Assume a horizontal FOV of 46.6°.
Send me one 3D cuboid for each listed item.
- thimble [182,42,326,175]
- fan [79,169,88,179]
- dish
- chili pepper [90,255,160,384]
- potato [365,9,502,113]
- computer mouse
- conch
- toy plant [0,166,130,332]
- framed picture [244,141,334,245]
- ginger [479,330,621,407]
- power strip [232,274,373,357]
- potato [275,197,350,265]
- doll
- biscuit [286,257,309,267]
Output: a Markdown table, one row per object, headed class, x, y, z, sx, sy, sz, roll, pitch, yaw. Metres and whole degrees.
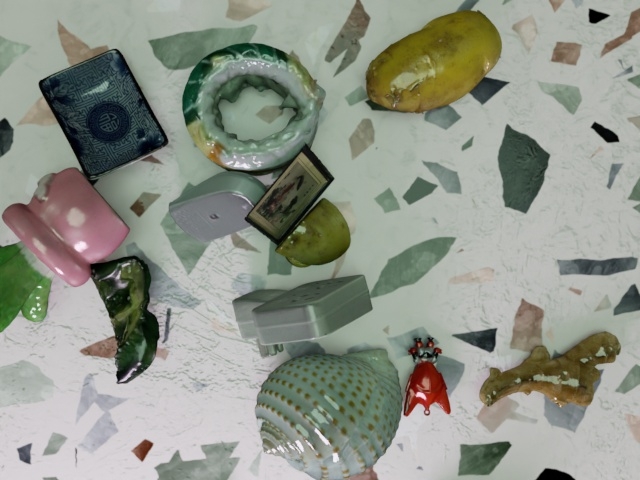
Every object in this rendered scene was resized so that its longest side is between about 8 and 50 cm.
| class | x | y | z | sx | sy | sz | roll | pitch | yaw |
| --- | --- | --- | --- | --- | --- | --- | --- | --- | --- |
| thimble | -0.132 | -0.265 | 1.518 | 0.288 | 0.167 | 0.254 | -8 | 89 | -4 |
| fan | -0.484 | -0.148 | 1.586 | 0.282 | 0.023 | 0.057 | -38 | 93 | 0 |
| dish | -0.443 | -0.250 | 1.536 | 0.181 | 0.080 | 0.243 | -28 | 82 | -13 |
| chili pepper | -0.395 | 0.165 | 1.554 | 0.148 | 0.116 | 0.265 | -20 | 71 | 19 |
| potato | 0.234 | -0.363 | 1.549 | 0.300 | 0.140 | 0.173 | -29 | 87 | -6 |
| computer mouse | -0.205 | -0.074 | 1.546 | 0.230 | 0.079 | 0.128 | -17 | 129 | 27 |
| conch | 0.034 | 0.369 | 1.549 | 0.319 | 0.215 | 0.303 | -29 | 104 | 0 |
| toy plant | -0.575 | 0.019 | 1.502 | 0.356 | 0.317 | 0.210 | -48 | 129 | -6 |
| framed picture | -0.061 | -0.090 | 1.532 | 0.010 | 0.199 | 0.195 | 40 | 89 | 25 |
| ginger | 0.503 | 0.296 | 1.624 | 0.333 | 0.081 | 0.148 | -10 | 89 | -3 |
| power strip | -0.048 | 0.167 | 1.530 | 0.261 | 0.229 | 0.141 | -11 | 95 | 32 |
| potato | 0.000 | 0.000 | 1.558 | 0.120 | 0.081 | 0.149 | 44 | 56 | -3 |
| doll | 0.231 | 0.298 | 1.623 | 0.109 | 0.057 | 0.169 | 0 | 89 | -12 |
| biscuit | -0.039 | 0.017 | 1.614 | 0.083 | 0.023 | 0.084 | 0 | 93 | -3 |
